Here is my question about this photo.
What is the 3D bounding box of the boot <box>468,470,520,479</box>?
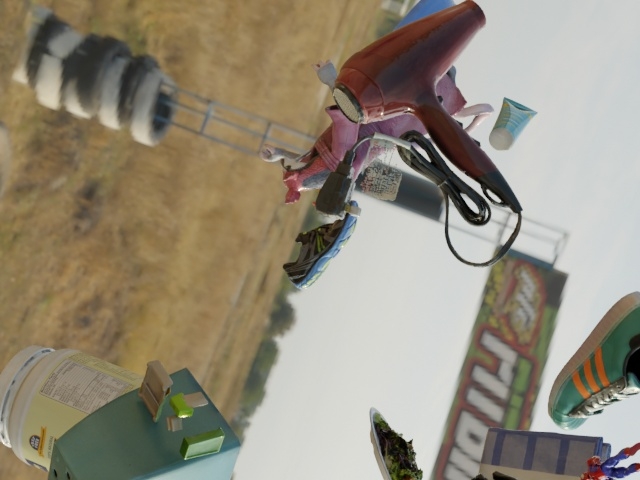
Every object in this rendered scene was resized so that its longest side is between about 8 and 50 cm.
[{"bbox_3d":[0.218,0.334,1.156,0.246,0.083,0.161,-12,-86,62],"label":"boot"}]

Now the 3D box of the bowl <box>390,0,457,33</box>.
[{"bbox_3d":[0.183,-0.392,2.470,0.391,0.077,0.391,-51,174,-7],"label":"bowl"}]

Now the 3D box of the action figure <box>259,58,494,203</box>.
[{"bbox_3d":[0.068,-0.166,1.870,0.370,0.276,0.248,-47,176,-27],"label":"action figure"}]

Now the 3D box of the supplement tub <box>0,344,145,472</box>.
[{"bbox_3d":[-0.443,0.345,2.086,0.235,0.325,0.235,18,90,-73],"label":"supplement tub"}]

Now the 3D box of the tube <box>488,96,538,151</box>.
[{"bbox_3d":[0.401,-0.248,2.289,0.052,0.080,0.207,-63,175,33],"label":"tube"}]

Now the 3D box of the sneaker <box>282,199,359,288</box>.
[{"bbox_3d":[0.000,0.000,1.934,0.188,0.078,0.067,-51,170,14],"label":"sneaker"}]

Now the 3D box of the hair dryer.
[{"bbox_3d":[0.118,-0.128,1.183,0.080,0.223,0.293,149,-45,-74],"label":"hair dryer"}]

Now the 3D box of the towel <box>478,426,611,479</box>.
[{"bbox_3d":[0.300,0.411,1.543,0.209,0.034,0.285,-3,-114,43],"label":"towel"}]

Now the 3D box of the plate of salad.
[{"bbox_3d":[0.125,0.338,1.633,0.048,0.200,0.200,-26,-169,9],"label":"plate of salad"}]

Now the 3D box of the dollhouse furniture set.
[{"bbox_3d":[-0.199,0.239,1.558,0.152,0.058,0.076,49,-47,36],"label":"dollhouse furniture set"}]

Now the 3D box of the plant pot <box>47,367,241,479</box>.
[{"bbox_3d":[-0.271,0.329,1.613,0.234,0.165,0.166,-15,139,-37],"label":"plant pot"}]

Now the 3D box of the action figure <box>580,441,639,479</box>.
[{"bbox_3d":[0.298,0.235,1.120,0.030,0.038,0.115,-37,172,-24],"label":"action figure"}]

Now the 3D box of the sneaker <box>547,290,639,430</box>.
[{"bbox_3d":[0.495,0.235,1.861,0.121,0.108,0.302,54,-46,38],"label":"sneaker"}]
